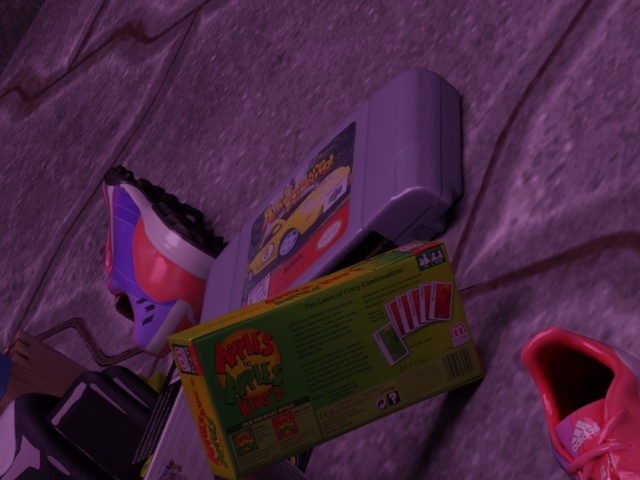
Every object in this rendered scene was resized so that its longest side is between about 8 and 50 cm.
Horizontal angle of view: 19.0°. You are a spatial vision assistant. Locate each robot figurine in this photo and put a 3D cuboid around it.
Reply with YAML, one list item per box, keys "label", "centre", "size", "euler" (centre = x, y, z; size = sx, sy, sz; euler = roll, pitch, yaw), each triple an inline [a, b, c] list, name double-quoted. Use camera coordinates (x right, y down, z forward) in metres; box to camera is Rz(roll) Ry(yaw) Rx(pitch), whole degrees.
- label: "robot figurine"
  centre: [-0.209, 0.232, 1.467]
  size: [0.278, 0.209, 0.173]
  euler: [-53, 42, 7]

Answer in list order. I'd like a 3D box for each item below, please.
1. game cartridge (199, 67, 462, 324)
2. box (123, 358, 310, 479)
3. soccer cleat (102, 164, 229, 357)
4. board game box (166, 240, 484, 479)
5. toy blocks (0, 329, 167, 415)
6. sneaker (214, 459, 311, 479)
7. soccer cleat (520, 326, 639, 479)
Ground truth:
- label: "game cartridge"
  centre: [0.000, 0.000, 1.513]
  size: [0.294, 0.060, 0.196]
  euler: [-45, 19, 29]
- label: "box"
  centre: [-0.081, 0.186, 1.321]
  size: [0.036, 0.114, 0.207]
  euler: [-31, 31, 50]
- label: "soccer cleat"
  centre: [-0.165, 0.013, 1.797]
  size: [0.116, 0.109, 0.318]
  euler: [-59, 22, 4]
- label: "board game box"
  centre: [0.005, 0.073, 1.191]
  size: [0.181, 0.092, 0.043]
  euler: [-21, 7, -23]
- label: "toy blocks"
  centre: [-0.336, 0.200, 1.666]
  size: [0.381, 0.261, 0.191]
  euler: [-46, 22, 25]
- label: "sneaker"
  centre: [-0.053, 0.228, 1.201]
  size: [0.147, 0.104, 0.296]
  euler: [-47, 26, 9]
- label: "soccer cleat"
  centre: [0.156, 0.123, 0.902]
  size: [0.083, 0.095, 0.248]
  euler: [-50, 21, 16]
